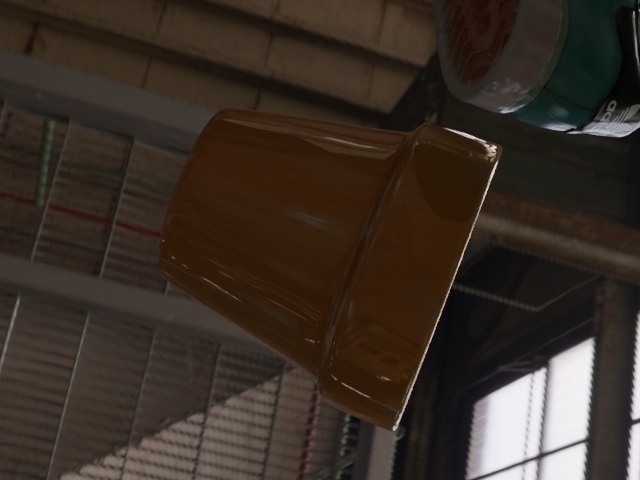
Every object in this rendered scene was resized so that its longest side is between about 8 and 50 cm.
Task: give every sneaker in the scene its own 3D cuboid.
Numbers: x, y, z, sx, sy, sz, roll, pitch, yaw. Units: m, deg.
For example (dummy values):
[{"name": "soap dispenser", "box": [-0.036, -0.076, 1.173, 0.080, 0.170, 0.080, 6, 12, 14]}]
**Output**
[{"name": "sneaker", "box": [0.140, -0.184, 0.728, 0.121, 0.108, 0.302, 21, -128, -23]}]

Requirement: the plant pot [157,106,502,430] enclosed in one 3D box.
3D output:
[{"name": "plant pot", "box": [0.000, 0.000, 0.787, 0.188, 0.205, 0.205, 21, -114, 6]}]
